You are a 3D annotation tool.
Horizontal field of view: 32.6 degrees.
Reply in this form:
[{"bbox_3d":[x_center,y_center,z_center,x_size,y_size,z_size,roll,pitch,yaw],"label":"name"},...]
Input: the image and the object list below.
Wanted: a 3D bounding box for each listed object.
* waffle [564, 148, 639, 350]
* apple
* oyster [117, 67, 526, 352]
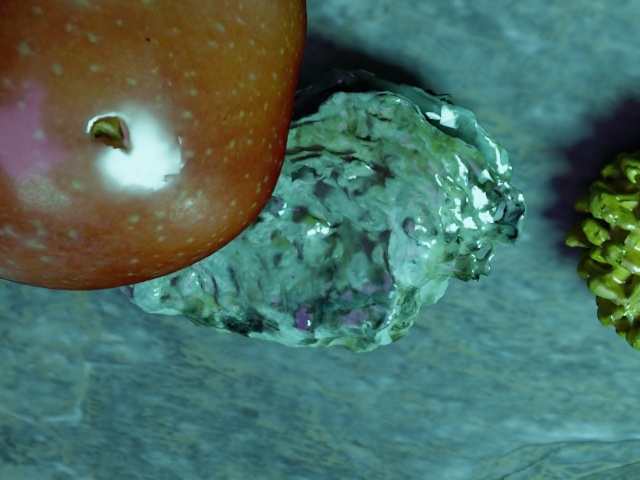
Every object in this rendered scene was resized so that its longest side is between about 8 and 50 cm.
[{"bbox_3d":[0.265,0.002,0.709,0.193,0.070,0.197,-31,115,27],"label":"waffle"},{"bbox_3d":[-0.127,-0.099,0.592,0.216,0.260,0.260,12,131,-30],"label":"apple"},{"bbox_3d":[0.000,0.000,0.730,0.198,0.112,0.268,38,126,-17],"label":"oyster"}]
